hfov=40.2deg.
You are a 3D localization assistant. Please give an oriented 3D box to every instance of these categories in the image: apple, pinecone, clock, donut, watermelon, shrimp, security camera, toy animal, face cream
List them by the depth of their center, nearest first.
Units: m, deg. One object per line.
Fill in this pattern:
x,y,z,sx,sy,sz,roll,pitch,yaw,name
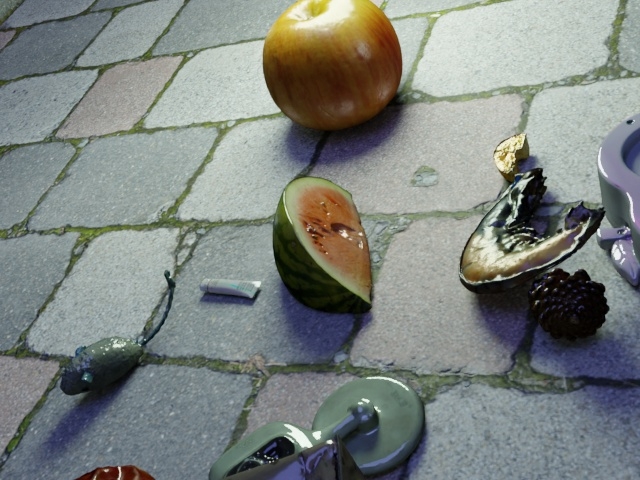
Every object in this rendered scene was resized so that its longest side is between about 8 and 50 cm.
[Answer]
-0.002,0.269,1.136,0.301,0.080,0.157,-33,38,-13,security camera
0.318,0.081,1.151,0.102,0.102,0.109,-40,22,-17,pinecone
0.535,-0.068,1.196,0.339,0.102,0.338,-16,39,13,clock
0.317,-0.031,1.272,0.222,0.054,0.290,-20,27,42,shrimp
-0.315,0.165,1.425,0.253,0.079,0.070,-42,62,-18,toy animal
-0.021,0.016,1.438,0.128,0.159,0.303,-54,26,29,watermelon
0.321,-0.132,1.442,0.067,0.038,0.083,-18,44,6,donut
-0.153,0.079,1.478,0.115,0.020,0.038,2,45,30,face cream
0.021,-0.354,1.706,0.286,0.233,0.286,-17,38,14,apple

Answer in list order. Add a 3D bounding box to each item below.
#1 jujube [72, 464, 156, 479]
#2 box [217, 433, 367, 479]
-0.299,0.396,1.089,0.174,0.174,0.250,14,42,39,jujube
-0.002,0.379,0.832,0.190,0.297,0.225,-22,38,10,box
